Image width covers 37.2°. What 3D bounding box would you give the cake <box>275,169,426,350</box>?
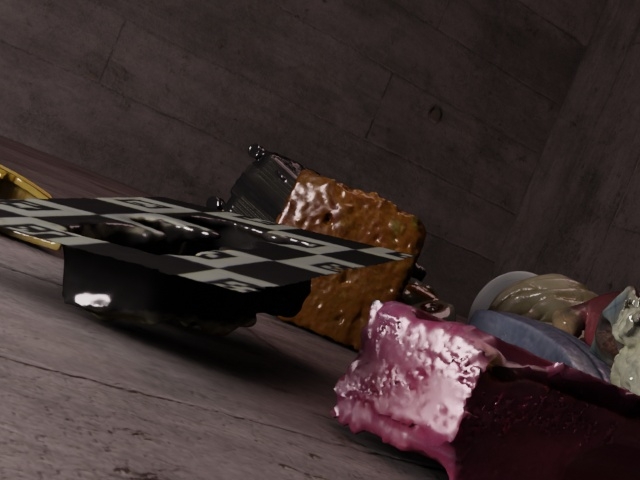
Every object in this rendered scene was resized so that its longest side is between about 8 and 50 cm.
[{"bbox_3d":[0.029,0.031,1.329,0.196,0.198,0.293,20,0,4],"label":"cake"}]

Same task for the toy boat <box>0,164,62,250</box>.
[{"bbox_3d":[-0.352,-0.052,0.937,0.226,0.068,0.088,26,6,0],"label":"toy boat"}]

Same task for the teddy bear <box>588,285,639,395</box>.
[{"bbox_3d":[0.441,0.153,0.860,0.375,0.327,0.362,-12,11,18],"label":"teddy bear"}]

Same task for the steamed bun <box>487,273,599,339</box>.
[{"bbox_3d":[0.343,0.158,1.494,0.211,0.218,0.144,-8,-16,32],"label":"steamed bun"}]

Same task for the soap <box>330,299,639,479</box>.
[{"bbox_3d":[0.171,0.143,0.734,0.289,0.112,0.182,22,2,-41],"label":"soap"}]

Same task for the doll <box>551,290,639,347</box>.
[{"bbox_3d":[0.417,0.194,1.263,0.196,0.152,0.256,-82,150,-60],"label":"doll"}]

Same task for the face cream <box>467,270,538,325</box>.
[{"bbox_3d":[0.405,0.173,1.769,0.187,0.201,0.201,22,1,-44],"label":"face cream"}]

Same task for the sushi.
[{"bbox_3d":[-0.115,0.041,0.822,0.296,0.100,0.373,13,8,20],"label":"sushi"}]

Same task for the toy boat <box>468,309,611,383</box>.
[{"bbox_3d":[0.281,0.172,1.214,0.078,0.127,0.283,21,4,-30],"label":"toy boat"}]

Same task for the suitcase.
[{"bbox_3d":[0.000,0.000,1.656,0.335,0.152,0.230,43,11,26],"label":"suitcase"}]

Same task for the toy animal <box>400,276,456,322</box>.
[{"bbox_3d":[0.154,0.127,1.401,0.138,0.108,0.236,55,-8,-23],"label":"toy animal"}]
